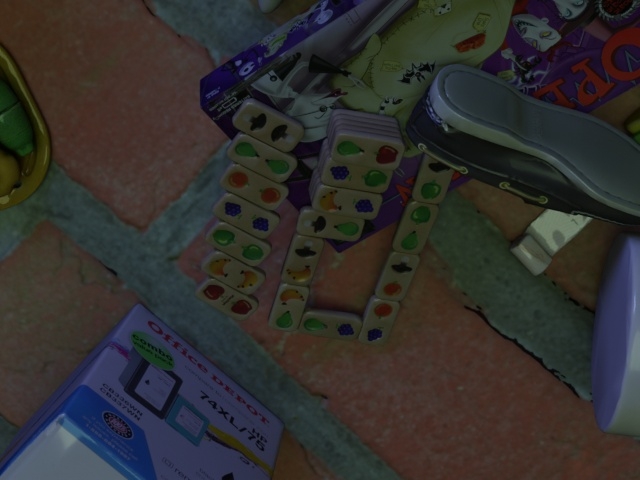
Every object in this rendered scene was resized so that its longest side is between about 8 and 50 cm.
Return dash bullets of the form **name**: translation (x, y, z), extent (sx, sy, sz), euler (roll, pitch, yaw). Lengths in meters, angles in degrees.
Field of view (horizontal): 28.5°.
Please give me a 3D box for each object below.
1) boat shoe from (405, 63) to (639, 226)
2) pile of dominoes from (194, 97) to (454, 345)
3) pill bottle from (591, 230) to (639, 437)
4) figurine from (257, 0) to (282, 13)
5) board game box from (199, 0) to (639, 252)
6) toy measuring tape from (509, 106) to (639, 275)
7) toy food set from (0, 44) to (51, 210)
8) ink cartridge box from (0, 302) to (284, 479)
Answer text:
- **boat shoe**: translation (0.180, -0.066, 1.025), extent (0.228, 0.081, 0.068), euler (25, 140, -12)
- **pile of dominoes**: translation (0.000, 0.000, 1.093), extent (0.196, 0.040, 0.251), euler (8, 128, -12)
- **pill bottle**: translation (0.445, 0.099, 1.048), extent (0.408, 0.229, 0.229), euler (7, 108, 4)
- **figurine**: translation (0.042, -0.244, 1.057), extent (0.215, 0.092, 0.209), euler (40, 111, -7)
- **board game box**: translation (0.098, -0.141, 1.039), extent (0.347, 0.056, 0.208), euler (-30, 130, 19)
- **toy measuring tape**: translation (0.296, -0.076, 1.068), extent (0.330, 0.121, 0.121), euler (-43, 99, 16)
- **toy food set**: translation (-0.335, -0.121, 1.134), extent (0.128, 0.071, 0.218), euler (-23, 104, 12)
- **ink cartridge box**: translation (-0.178, 0.223, 1.123), extent (0.198, 0.270, 0.197), euler (41, 105, -8)
